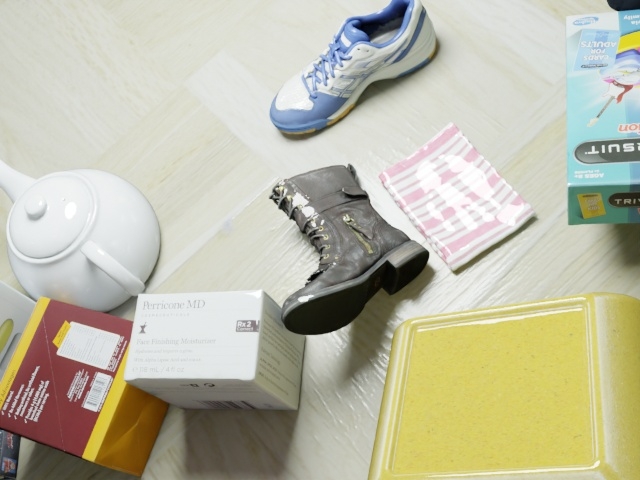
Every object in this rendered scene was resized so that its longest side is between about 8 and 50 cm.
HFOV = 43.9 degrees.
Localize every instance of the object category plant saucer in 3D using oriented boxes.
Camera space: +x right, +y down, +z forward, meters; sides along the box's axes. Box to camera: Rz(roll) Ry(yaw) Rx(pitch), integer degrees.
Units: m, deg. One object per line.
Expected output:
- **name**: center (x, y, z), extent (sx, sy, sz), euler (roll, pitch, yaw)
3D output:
- **plant saucer**: center (0.202, 0.184, 0.894), extent (0.332, 0.081, 0.333), euler (-11, 38, 24)

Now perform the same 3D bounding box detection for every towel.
- **towel**: center (0.191, -0.066, 1.143), extent (0.144, 0.029, 0.197), euler (-36, 60, 0)

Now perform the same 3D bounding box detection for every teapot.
- **teapot**: center (-0.380, -0.012, 1.214), extent (0.255, 0.187, 0.253), euler (-10, 64, 13)

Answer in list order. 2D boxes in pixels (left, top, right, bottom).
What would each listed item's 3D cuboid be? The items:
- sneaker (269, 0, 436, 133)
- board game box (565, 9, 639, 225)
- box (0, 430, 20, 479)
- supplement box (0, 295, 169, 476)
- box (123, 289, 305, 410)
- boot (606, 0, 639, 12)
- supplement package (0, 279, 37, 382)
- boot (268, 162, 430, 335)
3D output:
- **sneaker**: center (0.035, -0.284, 1.238), extent (0.296, 0.131, 0.112), euler (-34, 62, 2)
- **board game box**: center (0.451, -0.174, 1.031), extent (0.253, 0.079, 0.336), euler (-1, 50, 18)
- **box**: center (-0.536, 0.253, 1.222), extent (0.159, 0.044, 0.233), euler (-10, 63, 13)
- **supplement box**: center (-0.328, 0.206, 1.127), extent (0.194, 0.129, 0.191), euler (12, 71, 23)
- **box**: center (-0.134, 0.151, 1.059), extent (0.180, 0.182, 0.119), euler (-3, 66, 17)
- **boot**: center (0.511, -0.373, 1.146), extent (0.219, 0.082, 0.106), euler (7, 42, -4)
- **supplement package**: center (-0.554, 0.098, 1.123), extent (0.204, 0.262, 0.145), euler (12, 69, 23)
- **boot**: center (0.000, 0.000, 1.112), extent (0.263, 0.091, 0.229), euler (-24, 56, -32)
